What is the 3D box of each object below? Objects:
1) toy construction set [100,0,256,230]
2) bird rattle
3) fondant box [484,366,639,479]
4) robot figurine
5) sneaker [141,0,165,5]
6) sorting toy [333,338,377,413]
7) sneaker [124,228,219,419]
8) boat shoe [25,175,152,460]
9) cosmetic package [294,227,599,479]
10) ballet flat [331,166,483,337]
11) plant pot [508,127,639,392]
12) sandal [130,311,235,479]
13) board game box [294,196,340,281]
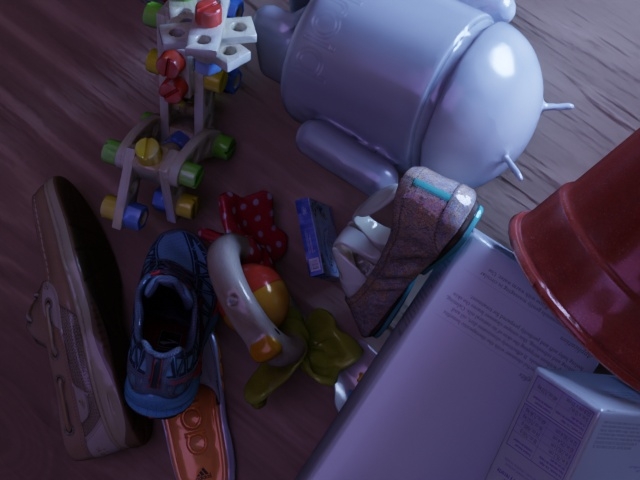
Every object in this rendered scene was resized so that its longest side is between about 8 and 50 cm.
[{"bbox_3d":[-0.161,-0.175,1.858,0.151,0.215,0.327,28,138,4],"label":"toy construction set"},{"bbox_3d":[-0.062,0.057,1.837,0.143,0.207,0.253,-21,83,12],"label":"bird rattle"},{"bbox_3d":[0.252,0.300,1.660,0.096,0.238,0.330,32,105,41],"label":"fondant box"},{"bbox_3d":[0.096,-0.181,1.810,0.353,0.199,0.300,27,70,17],"label":"robot figurine"},{"bbox_3d":[-0.215,-0.351,1.994,0.235,0.090,0.094,31,81,14],"label":"sneaker"},{"bbox_3d":[0.046,0.157,1.877,0.083,0.045,0.075,-38,68,9],"label":"sorting toy"},{"bbox_3d":[-0.162,0.071,1.857,0.104,0.125,0.261,5,46,-4],"label":"sneaker"},{"bbox_3d":[-0.300,0.093,1.945,0.110,0.122,0.341,-18,81,14],"label":"boat shoe"},{"bbox_3d":[0.137,0.186,1.762,0.197,0.155,0.365,34,96,-2],"label":"cosmetic package"},{"bbox_3d":[0.075,0.006,1.759,0.106,0.316,0.107,31,57,-3],"label":"ballet flat"},{"bbox_3d":[0.377,-0.018,1.639,0.272,0.272,0.265,49,114,16],"label":"plant pot"},{"bbox_3d":[-0.162,0.183,1.917,0.102,0.076,0.265,-19,79,14],"label":"sandal"},{"bbox_3d":[0.000,0.000,1.879,0.020,0.090,0.090,-14,80,16],"label":"board game box"}]
